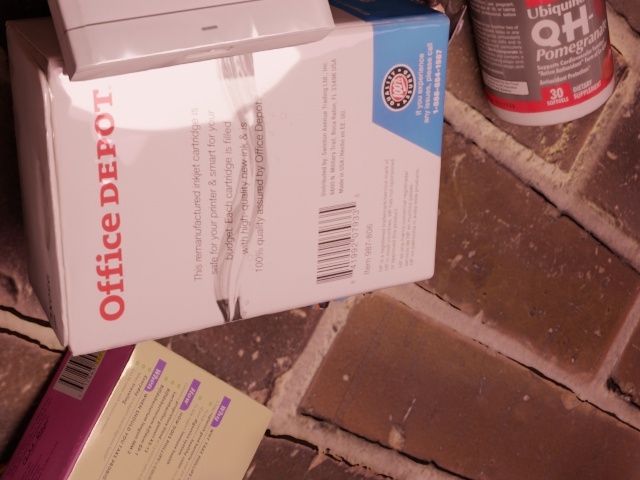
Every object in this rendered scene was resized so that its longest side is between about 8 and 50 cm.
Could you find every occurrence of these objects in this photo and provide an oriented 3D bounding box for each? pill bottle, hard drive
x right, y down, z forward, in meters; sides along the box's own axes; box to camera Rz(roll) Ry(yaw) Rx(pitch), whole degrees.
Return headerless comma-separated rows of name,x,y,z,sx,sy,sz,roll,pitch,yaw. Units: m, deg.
pill bottle,0.279,-0.324,1.493,0.176,0.176,0.318,-34,126,-24
hard drive,-0.141,-0.324,0.966,0.233,0.047,0.353,-14,86,-24

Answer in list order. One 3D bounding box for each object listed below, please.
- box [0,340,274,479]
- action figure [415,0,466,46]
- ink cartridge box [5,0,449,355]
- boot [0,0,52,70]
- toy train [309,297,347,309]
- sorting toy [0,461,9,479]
box,-0.209,0.240,1.348,0.243,0.117,0.213,37,72,-41
action figure,0.074,-0.272,1.408,0.285,0.099,0.185,31,80,-46
ink cartridge box,-0.088,-0.082,1.122,0.395,0.166,0.285,-11,117,-25
boot,-0.187,-0.324,1.153,0.367,0.146,0.445,-29,120,-29
toy train,0.000,0.000,1.473,0.105,0.080,0.184,9,104,-32
sorting toy,-0.366,0.397,1.350,0.132,0.046,0.274,19,88,-42
